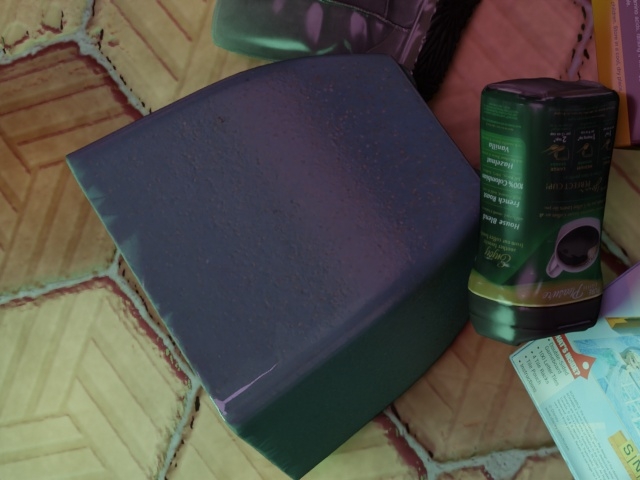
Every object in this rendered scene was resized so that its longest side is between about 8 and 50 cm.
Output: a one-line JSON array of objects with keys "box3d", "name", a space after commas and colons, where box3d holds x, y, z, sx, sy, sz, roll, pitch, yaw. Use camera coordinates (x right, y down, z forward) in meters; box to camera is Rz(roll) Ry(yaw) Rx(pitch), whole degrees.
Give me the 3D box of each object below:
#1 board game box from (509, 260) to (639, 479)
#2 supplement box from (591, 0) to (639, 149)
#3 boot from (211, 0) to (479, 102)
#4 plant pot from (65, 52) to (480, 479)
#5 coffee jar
[{"box3d": [0.322, 0.137, 1.180, 0.318, 0.066, 0.318, -41, 68, 39], "name": "board game box"}, {"box3d": [0.307, -0.168, 1.241, 0.194, 0.129, 0.191, -5, 89, 23], "name": "supplement box"}, {"box3d": [0.026, -0.219, 1.427, 0.208, 0.076, 0.189, 24, 85, 34], "name": "boot"}, {"box3d": [0.000, 0.000, 1.317, 0.252, 0.248, 0.247, -33, 70, 0], "name": "plant pot"}, {"box3d": [0.156, -0.020, 1.209, 0.079, 0.096, 0.184, 18, 110, 48], "name": "coffee jar"}]
